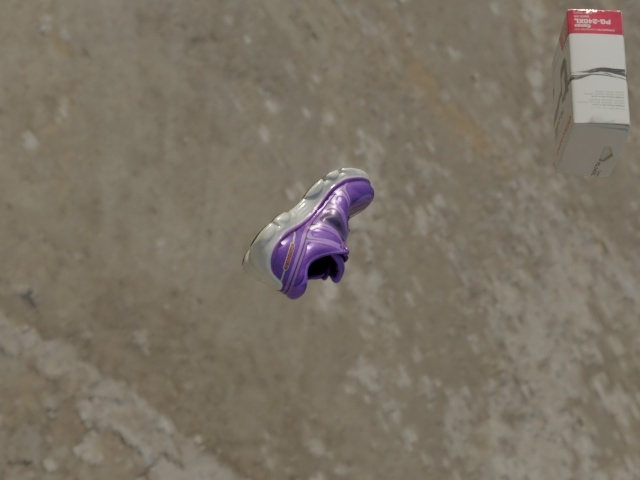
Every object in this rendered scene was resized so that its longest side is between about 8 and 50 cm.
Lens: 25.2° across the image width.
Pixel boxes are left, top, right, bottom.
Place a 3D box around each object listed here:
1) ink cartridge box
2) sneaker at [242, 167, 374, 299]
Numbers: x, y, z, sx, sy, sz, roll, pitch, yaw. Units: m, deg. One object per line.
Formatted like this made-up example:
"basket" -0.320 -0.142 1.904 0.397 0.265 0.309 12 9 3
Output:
"ink cartridge box" 0.292 -0.159 1.558 0.109 0.063 0.150 94 -1 -62
"sneaker" 0.000 0.000 1.189 0.071 0.068 0.170 40 42 6
